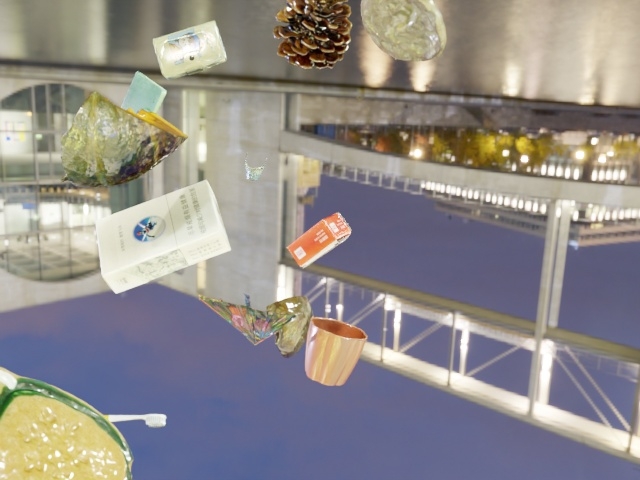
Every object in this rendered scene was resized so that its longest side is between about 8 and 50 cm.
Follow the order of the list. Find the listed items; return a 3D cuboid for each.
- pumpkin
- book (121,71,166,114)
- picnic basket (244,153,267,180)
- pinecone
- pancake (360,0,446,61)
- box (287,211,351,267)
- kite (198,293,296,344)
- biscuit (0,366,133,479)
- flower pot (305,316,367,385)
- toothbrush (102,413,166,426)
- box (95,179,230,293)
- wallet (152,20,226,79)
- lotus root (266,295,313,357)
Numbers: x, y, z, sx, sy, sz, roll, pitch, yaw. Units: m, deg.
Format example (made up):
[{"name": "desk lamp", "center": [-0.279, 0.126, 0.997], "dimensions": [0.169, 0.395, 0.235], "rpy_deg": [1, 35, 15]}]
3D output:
[{"name": "pumpkin", "center": [-0.332, -0.146, 1.093], "dimensions": [0.111, 0.163, 0.278], "rpy_deg": [30, -172, 5]}, {"name": "book", "center": [-0.416, -0.307, 1.445], "dimensions": [0.103, 0.135, 0.017], "rpy_deg": [37, -163, 23]}, {"name": "picnic basket", "center": [-0.205, -0.227, 1.950], "dimensions": [0.065, 0.083, 0.083], "rpy_deg": [9, 179, 1]}, {"name": "pinecone", "center": [-0.009, -0.444, 1.264], "dimensions": [0.163, 0.165, 0.163], "rpy_deg": [10, -127, -13]}, {"name": "pancake", "center": [0.205, -0.539, 1.547], "dimensions": [0.242, 0.242, 0.050], "rpy_deg": [13, -125, 43]}, {"name": "box", "center": [0.000, 0.000, 2.120], "dimensions": [0.182, 0.099, 0.133], "rpy_deg": [-37, 177, 26]}, {"name": "kite", "center": [-0.218, 0.239, 1.899], "dimensions": [0.321, 0.234, 0.016], "rpy_deg": [11, -135, 17]}, {"name": "biscuit", "center": [-0.433, 0.345, 0.954], "dimensions": [0.344, 0.057, 0.287], "rpy_deg": [41, -157, -29]}, {"name": "flower pot", "center": [0.032, 0.348, 1.944], "dimensions": [0.190, 0.173, 0.190], "rpy_deg": [17, -174, -2]}, {"name": "toothbrush", "center": [-0.470, 0.377, 1.315], "dimensions": [0.288, 0.021, 0.024], "rpy_deg": [8, -147, -23]}, {"name": "box", "center": [-0.334, -0.011, 1.319], "dimensions": [0.256, 0.069, 0.164], "rpy_deg": [-21, -129, -3]}, {"name": "wallet", "center": [-0.310, -0.451, 1.482], "dimensions": [0.155, 0.110, 0.039], "rpy_deg": [-17, 173, 2]}, {"name": "lotus root", "center": [-0.091, 0.304, 2.252], "dimensions": [0.142, 0.210, 0.314], "rpy_deg": [-18, 177, 4]}]
